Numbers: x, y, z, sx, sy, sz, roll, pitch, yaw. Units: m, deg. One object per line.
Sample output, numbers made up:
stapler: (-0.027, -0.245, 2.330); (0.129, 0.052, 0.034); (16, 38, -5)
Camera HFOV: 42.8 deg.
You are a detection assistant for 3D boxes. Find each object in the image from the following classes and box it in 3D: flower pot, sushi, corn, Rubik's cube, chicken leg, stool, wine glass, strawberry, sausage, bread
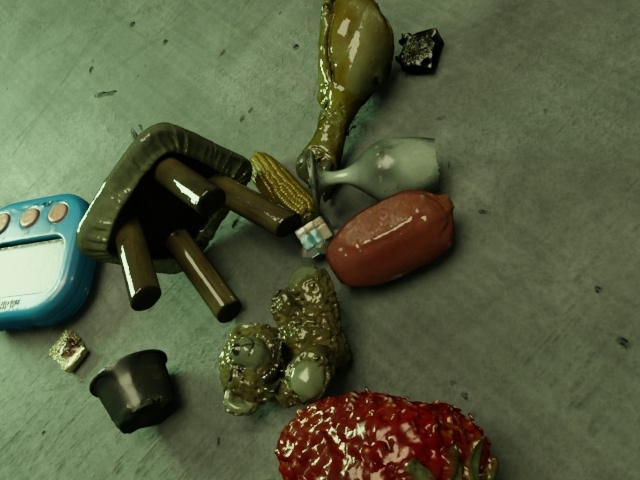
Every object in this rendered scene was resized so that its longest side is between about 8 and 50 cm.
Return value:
flower pot: (-0.342, 0.291, 1.543); (0.157, 0.157, 0.107); (-36, 66, 5)
sushi: (0.201, -0.386, 1.687); (0.084, 0.056, 0.083); (4, 73, 28)
corn: (-0.083, -0.103, 1.663); (0.080, 0.080, 0.231); (-43, 53, 0)
Rubik's cube: (0.001, -0.001, 1.567); (0.075, 0.084, 0.073); (-36, 78, 26)
chicken leg: (0.038, -0.289, 1.646); (0.152, 0.201, 0.429); (13, 83, 35)
stool: (-0.247, -0.019, 1.538); (0.310, 0.310, 0.226); (-54, 54, 15)
wine glass: (0.098, -0.125, 1.515); (0.241, 0.126, 0.126); (-5, 59, 4)
strawberry: (0.088, 0.332, 1.231); (0.292, 0.292, 0.343); (-49, 40, -5)
sausage: (0.127, -0.002, 1.460); (0.254, 0.148, 0.148); (-28, 54, 10)
bread: (-0.536, 0.237, 1.739); (0.070, 0.035, 0.083); (-49, 55, -3)

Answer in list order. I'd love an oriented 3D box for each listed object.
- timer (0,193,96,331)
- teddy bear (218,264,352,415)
timer: (-0.654, 0.053, 1.854); (0.340, 0.115, 0.309); (-8, 59, 24)
teddy bear: (-0.073, 0.197, 1.440); (0.256, 0.156, 0.267); (-17, 47, 22)
